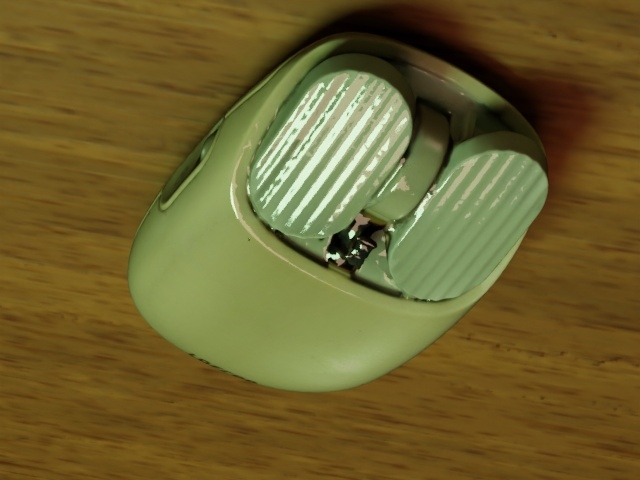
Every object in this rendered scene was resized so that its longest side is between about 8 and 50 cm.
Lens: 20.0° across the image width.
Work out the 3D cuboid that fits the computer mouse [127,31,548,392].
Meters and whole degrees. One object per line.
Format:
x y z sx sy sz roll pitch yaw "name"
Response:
0.000 0.000 0.835 0.145 0.082 0.236 28 140 -18 "computer mouse"
